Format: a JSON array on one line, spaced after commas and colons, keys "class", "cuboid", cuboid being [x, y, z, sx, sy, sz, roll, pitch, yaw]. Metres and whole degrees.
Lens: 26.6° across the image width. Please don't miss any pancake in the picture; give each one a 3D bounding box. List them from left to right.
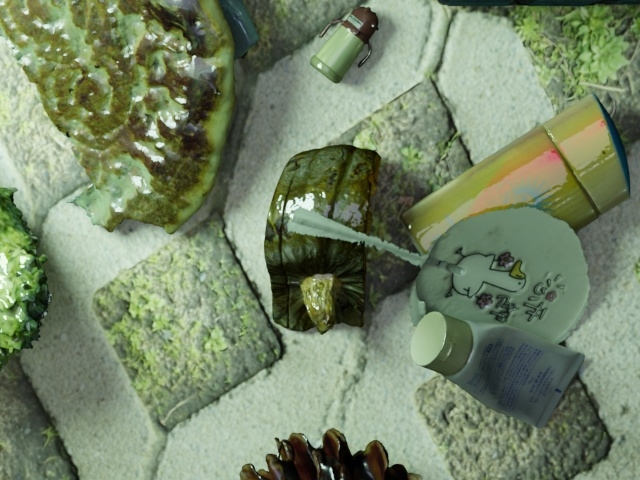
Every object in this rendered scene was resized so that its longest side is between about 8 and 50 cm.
[{"class": "pancake", "cuboid": [-0.240, -0.208, 1.662, 0.305, 0.067, 0.426, -16, 110, 24]}]

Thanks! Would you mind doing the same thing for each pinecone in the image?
[{"class": "pinecone", "cuboid": [0.003, 0.382, 1.667, 0.296, 0.242, 0.298, 14, 105, 1]}]

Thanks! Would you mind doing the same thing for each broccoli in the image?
[{"class": "broccoli", "cuboid": [-0.498, 0.063, 1.606, 0.353, 0.397, 0.274, 6, 123, 0]}]

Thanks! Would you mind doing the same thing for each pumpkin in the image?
[{"class": "pumpkin", "cuboid": [-0.001, 0.005, 1.674, 0.131, 0.126, 0.248, 4, 99, 6]}]

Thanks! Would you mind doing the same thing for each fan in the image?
[{"class": "fan", "cuboid": [0.149, 0.031, 1.648, 0.415, 0.012, 0.233, 22, 109, -21]}]

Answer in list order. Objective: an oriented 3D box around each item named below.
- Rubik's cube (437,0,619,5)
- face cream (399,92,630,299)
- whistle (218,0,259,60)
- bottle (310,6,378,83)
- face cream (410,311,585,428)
[{"class": "Rubik's cube", "cuboid": [0.279, -0.416, 1.506, 0.305, 0.301, 0.303, 2, 97, 5]}, {"class": "face cream", "cuboid": [0.251, -0.050, 1.674, 0.285, 0.067, 0.139, -33, 100, 8]}, {"class": "whistle", "cuboid": [-0.175, -0.334, 1.660, 0.180, 0.093, 0.269, -38, 94, 31]}, {"class": "bottle", "cuboid": [0.035, -0.245, 1.680, 0.063, 0.047, 0.101, 34, 96, -39]}, {"class": "face cream", "cuboid": [0.220, 0.157, 1.686, 0.224, 0.070, 0.114, 22, 104, -28]}]
